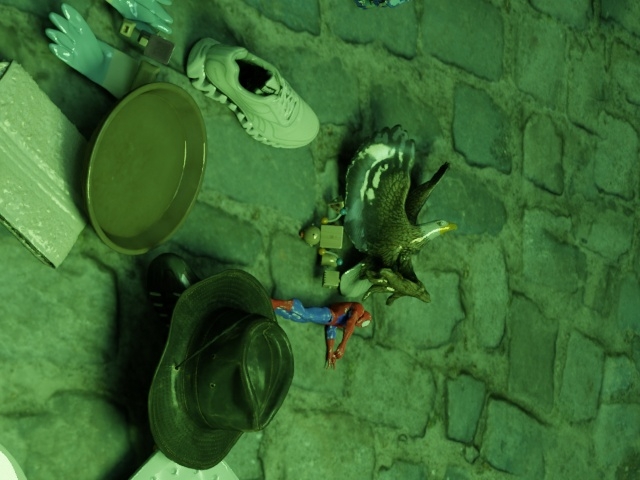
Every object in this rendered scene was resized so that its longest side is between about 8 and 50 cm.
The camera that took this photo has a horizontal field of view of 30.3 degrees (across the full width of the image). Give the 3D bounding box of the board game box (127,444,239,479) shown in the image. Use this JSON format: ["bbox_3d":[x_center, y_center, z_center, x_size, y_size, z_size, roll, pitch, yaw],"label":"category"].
[{"bbox_3d":[-0.253,0.561,1.945,0.390,0.050,0.390,-46,118,-26],"label":"board game box"}]

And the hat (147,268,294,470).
[{"bbox_3d":[-0.124,0.216,1.889,0.331,0.133,0.332,-20,115,-52],"label":"hat"}]

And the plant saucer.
[{"bbox_3d":[-0.279,-0.115,1.852,0.278,0.041,0.278,-35,134,-47],"label":"plant saucer"}]

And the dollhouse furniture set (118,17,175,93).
[{"bbox_3d":[-0.287,-0.285,1.870,0.091,0.081,0.114,23,107,-8],"label":"dollhouse furniture set"}]

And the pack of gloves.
[{"bbox_3d":[-0.333,-0.337,1.841,0.232,0.046,0.195,36,70,-50],"label":"pack of gloves"}]

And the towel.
[{"bbox_3d":[-0.431,-0.114,1.753,0.282,0.049,0.187,50,62,-34],"label":"towel"}]

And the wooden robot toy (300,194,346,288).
[{"bbox_3d":[0.000,0.000,2.173,0.079,0.076,0.173,4,91,-8],"label":"wooden robot toy"}]

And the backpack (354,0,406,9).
[{"bbox_3d":[0.152,-0.500,2.181,0.158,0.173,0.117,-32,115,-38],"label":"backpack"}]

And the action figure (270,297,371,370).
[{"bbox_3d":[-0.010,0.172,2.146,0.280,0.091,0.139,2,85,-42],"label":"action figure"}]

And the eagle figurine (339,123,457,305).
[{"bbox_3d":[0.150,-0.033,2.225,0.225,0.226,0.298,1,66,-11],"label":"eagle figurine"}]

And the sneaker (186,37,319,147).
[{"bbox_3d":[-0.094,-0.243,2.014,0.292,0.118,0.110,32,70,-42],"label":"sneaker"}]

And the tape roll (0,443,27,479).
[{"bbox_3d":[-0.579,0.434,1.645,0.392,0.072,0.392,-5,97,-44],"label":"tape roll"}]

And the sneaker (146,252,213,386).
[{"bbox_3d":[-0.182,0.103,1.979,0.162,0.106,0.281,-45,132,-35],"label":"sneaker"}]
